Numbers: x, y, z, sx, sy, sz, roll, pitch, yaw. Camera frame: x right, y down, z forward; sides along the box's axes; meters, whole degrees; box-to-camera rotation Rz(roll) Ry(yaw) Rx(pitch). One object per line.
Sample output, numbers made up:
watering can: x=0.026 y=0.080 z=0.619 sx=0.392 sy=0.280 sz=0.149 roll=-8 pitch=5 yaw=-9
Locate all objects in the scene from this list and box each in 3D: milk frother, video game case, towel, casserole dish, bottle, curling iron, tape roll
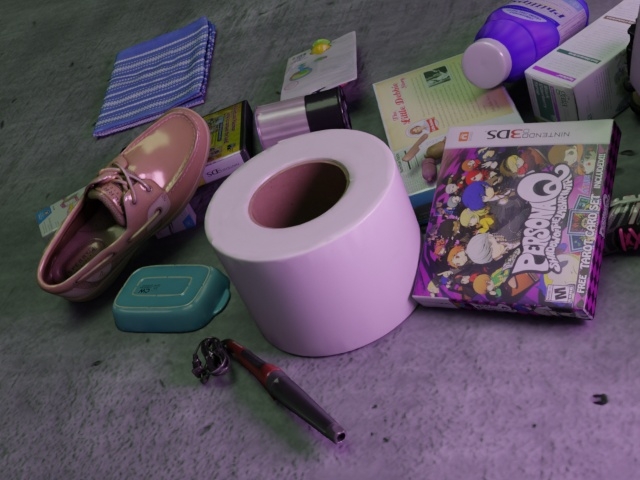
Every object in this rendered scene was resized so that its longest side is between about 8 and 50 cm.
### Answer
milk frother: x=-0.019 y=-0.146 z=1.307 sx=0.135 sy=0.129 sz=0.143 roll=-12 pitch=32 yaw=10
video game case: x=-0.233 y=-0.140 z=1.457 sx=0.248 sy=0.035 sz=0.275 roll=-21 pitch=25 yaw=6
video game case: x=0.228 y=-0.029 z=1.019 sx=0.210 sy=0.042 sz=0.232 roll=3 pitch=70 yaw=35
towel: x=-0.341 y=-0.346 z=1.804 sx=0.243 sy=0.040 sz=0.336 roll=-17 pitch=38 yaw=11
casserole dish: x=-0.216 y=0.076 z=1.225 sx=0.188 sy=0.037 sz=0.114 roll=-3 pitch=42 yaw=28
bottle: x=0.298 y=-0.298 z=1.281 sx=0.118 sy=0.092 sz=0.283 roll=24 pitch=38 yaw=26
curling iron: x=-0.063 y=0.176 z=1.019 sx=0.274 sy=0.035 sz=0.068 roll=22 pitch=60 yaw=45
tape roll: x=0.000 y=0.000 z=1.085 sx=0.246 sy=0.169 sz=0.246 roll=-16 pitch=37 yaw=12

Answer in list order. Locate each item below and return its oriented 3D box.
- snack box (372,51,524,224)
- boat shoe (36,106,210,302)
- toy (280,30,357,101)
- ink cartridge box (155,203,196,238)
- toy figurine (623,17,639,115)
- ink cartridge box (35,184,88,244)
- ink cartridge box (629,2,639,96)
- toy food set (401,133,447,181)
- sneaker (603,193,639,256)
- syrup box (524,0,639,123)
snack box: x=0.189 y=-0.161 z=1.265 sx=0.187 sy=0.060 sz=0.322 roll=-17 pitch=38 yaw=8
boat shoe: x=-0.283 y=-0.055 z=1.271 sx=0.122 sy=0.110 sz=0.341 roll=34 pitch=86 yaw=10
toy: x=0.007 y=-0.287 z=1.525 sx=0.137 sy=0.056 sz=0.237 roll=-19 pitch=32 yaw=13
ink cartridge box: x=-0.242 y=-0.034 z=1.362 sx=0.083 sy=0.048 sz=0.028 roll=-19 pitch=37 yaw=9
toy figurine: x=0.495 y=-0.192 z=1.074 sx=0.213 sy=0.148 sz=0.209 roll=-15 pitch=44 yaw=9
ink cartridge box: x=-0.404 y=-0.038 z=1.454 sx=0.122 sy=0.052 sz=0.088 roll=-29 pitch=37 yaw=-8
ink cartridge box: x=0.519 y=-0.115 z=0.827 sx=0.279 sy=0.160 sz=0.384 roll=-24 pitch=62 yaw=2
toy food set: x=0.172 y=-0.099 z=1.137 sx=0.122 sy=0.019 sz=0.078 roll=25 pitch=60 yaw=33
sneaker: x=0.374 y=-0.012 z=0.979 sx=0.170 sy=0.063 sz=0.074 roll=-18 pitch=39 yaw=9
syrup box: x=0.408 y=-0.249 z=1.223 sx=0.237 sy=0.093 sz=0.096 roll=-35 pitch=39 yaw=-14
